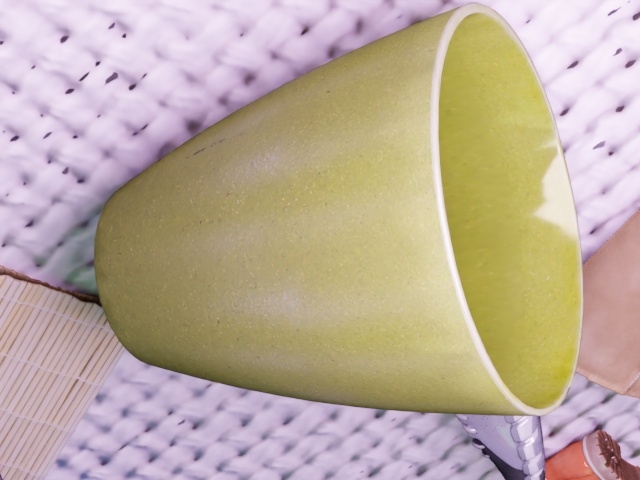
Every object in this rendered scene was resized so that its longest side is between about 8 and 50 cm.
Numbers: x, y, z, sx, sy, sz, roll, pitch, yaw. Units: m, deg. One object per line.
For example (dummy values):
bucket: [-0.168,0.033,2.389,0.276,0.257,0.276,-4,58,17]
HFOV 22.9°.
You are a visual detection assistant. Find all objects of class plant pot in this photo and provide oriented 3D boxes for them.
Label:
plant pot: [0.000,0.000,1.101,0.293,0.275,0.275,-9,136,26]

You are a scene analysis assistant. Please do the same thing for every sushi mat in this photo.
sushi mat: [-0.279,0.142,1.339,0.151,0.019,0.316,18,129,-23]

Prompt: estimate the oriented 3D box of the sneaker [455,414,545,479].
sneaker: [0.116,0.130,1.342,0.132,0.086,0.229,-9,124,8]

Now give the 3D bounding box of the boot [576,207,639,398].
boot: [0.335,0.029,1.246,0.236,0.089,0.269,29,126,0]

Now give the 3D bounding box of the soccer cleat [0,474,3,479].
soccer cleat: [-0.356,0.331,1.322,0.108,0.116,0.318,41,79,-35]

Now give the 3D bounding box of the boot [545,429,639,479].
boot: [0.265,0.243,1.479,0.084,0.059,0.158,-30,121,24]
